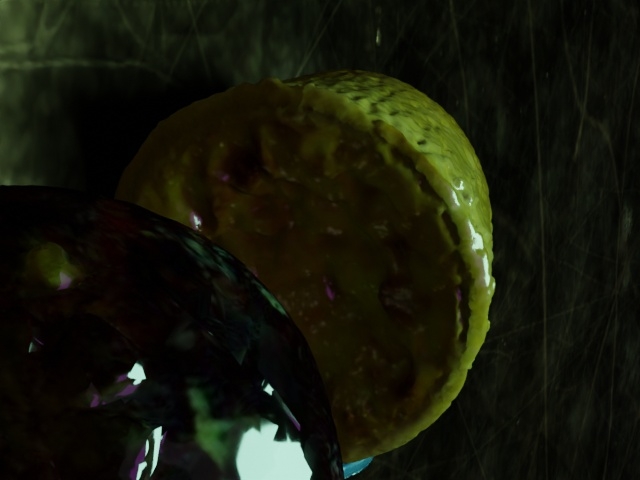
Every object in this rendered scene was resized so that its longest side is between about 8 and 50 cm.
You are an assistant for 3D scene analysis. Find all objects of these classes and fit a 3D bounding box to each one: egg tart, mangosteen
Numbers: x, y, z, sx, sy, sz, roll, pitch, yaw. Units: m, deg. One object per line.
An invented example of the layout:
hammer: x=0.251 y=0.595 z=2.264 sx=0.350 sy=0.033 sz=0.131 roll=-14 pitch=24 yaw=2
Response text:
egg tart: x=0.000 y=0.000 z=0.755 sx=0.147 sy=0.202 sz=0.203 roll=-54 pitch=143 yaw=-65
mangosteen: x=-0.104 y=0.103 z=0.560 sx=0.289 sy=0.231 sz=0.231 roll=98 pitch=7 yaw=-77

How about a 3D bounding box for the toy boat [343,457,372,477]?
toy boat: x=0.012 y=0.088 z=0.954 sx=0.105 sy=0.034 sz=0.149 roll=23 pitch=64 yaw=-58
